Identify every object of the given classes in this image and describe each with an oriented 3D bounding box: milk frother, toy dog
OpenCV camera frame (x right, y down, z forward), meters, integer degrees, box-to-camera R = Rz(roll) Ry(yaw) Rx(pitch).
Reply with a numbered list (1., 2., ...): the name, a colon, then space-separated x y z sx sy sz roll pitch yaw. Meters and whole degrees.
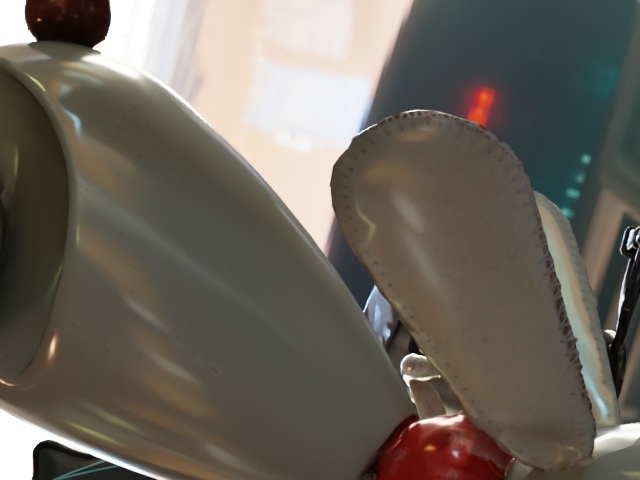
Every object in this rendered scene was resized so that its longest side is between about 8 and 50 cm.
1. milk frother: 0.108 0.034 0.934 0.129 0.135 0.143 141 150 -67
2. toy dog: 0.000 0.000 0.489 0.220 0.334 0.161 -178 106 -86

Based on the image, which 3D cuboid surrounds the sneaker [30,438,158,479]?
1. sneaker: -0.067 0.141 1.121 0.101 0.267 0.106 -34 78 57
